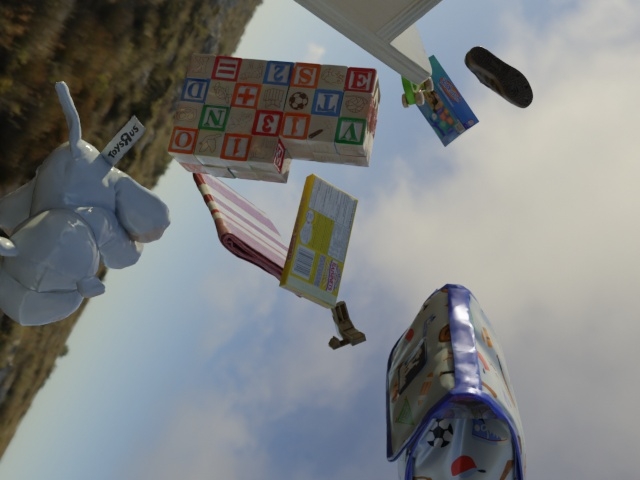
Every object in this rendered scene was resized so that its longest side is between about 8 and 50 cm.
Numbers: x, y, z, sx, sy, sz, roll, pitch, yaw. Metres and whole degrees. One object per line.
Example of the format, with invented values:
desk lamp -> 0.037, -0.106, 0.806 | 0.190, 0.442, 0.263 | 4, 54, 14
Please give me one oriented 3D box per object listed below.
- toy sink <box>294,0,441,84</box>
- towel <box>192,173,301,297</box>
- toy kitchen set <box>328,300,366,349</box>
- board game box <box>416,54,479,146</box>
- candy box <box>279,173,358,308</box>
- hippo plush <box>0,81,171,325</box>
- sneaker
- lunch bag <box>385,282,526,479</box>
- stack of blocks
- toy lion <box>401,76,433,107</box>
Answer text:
toy sink -> 0.035, -0.240, 0.435 | 0.131, 0.234, 0.152 | -32, -125, 32
towel -> -0.156, -0.028, 1.325 | 0.037, 0.237, 0.329 | -46, -144, 8
toy kitchen set -> 0.042, 0.181, 1.341 | 0.068, 0.075, 0.083 | -20, -165, -18
board game box -> 0.314, -0.364, 1.683 | 0.047, 0.210, 0.160 | -34, 180, -12
candy box -> 0.000, 0.000, 1.062 | 0.027, 0.105, 0.205 | -16, -128, 48
hippo plush -> -0.328, -0.001, 0.887 | 0.294, 0.234, 0.236 | -46, -146, 31
sneaker -> 0.414, -0.378, 1.484 | 0.066, 0.188, 0.071 | -47, -178, -2
lunch bag -> 0.233, 0.311, 1.106 | 0.327, 0.239, 0.385 | -76, 162, -61
stack of blocks -> -0.067, -0.183, 0.992 | 0.087, 0.298, 0.171 | 58, 40, -72
toy lion -> 0.151, -0.277, 1.036 | 0.034, 0.096, 0.100 | -5, -149, 29
